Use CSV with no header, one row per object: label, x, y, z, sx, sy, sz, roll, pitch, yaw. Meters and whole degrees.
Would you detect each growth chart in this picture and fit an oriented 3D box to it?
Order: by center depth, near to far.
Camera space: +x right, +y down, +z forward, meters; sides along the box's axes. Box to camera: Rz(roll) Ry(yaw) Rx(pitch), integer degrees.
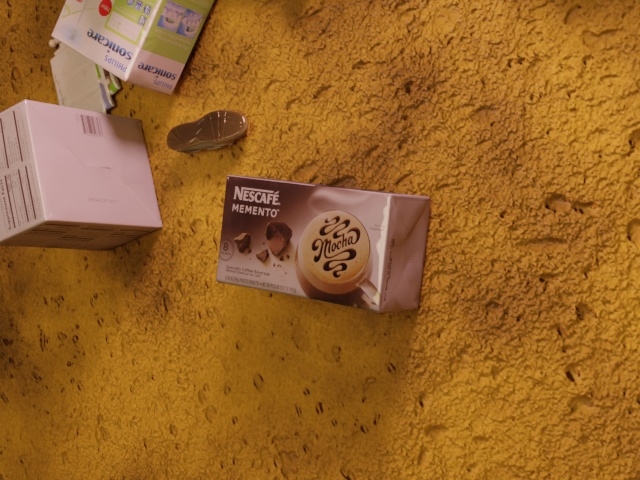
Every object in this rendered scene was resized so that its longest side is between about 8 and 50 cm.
growth chart,-0.424,-0.292,2.003,0.172,0.021,0.237,-16,80,33

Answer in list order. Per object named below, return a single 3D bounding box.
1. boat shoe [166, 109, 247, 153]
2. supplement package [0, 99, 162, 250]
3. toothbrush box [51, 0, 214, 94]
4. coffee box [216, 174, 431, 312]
boat shoe,-0.179,-0.174,1.823,0.153,0.048,0.056,-14,68,27
supplement package,-0.420,-0.101,1.848,0.145,0.262,0.204,-20,77,32
toothbrush box,-0.292,-0.417,1.847,0.206,0.122,0.283,33,104,31
coffee box,0.000,0.000,1.643,0.297,0.119,0.168,9,95,34
